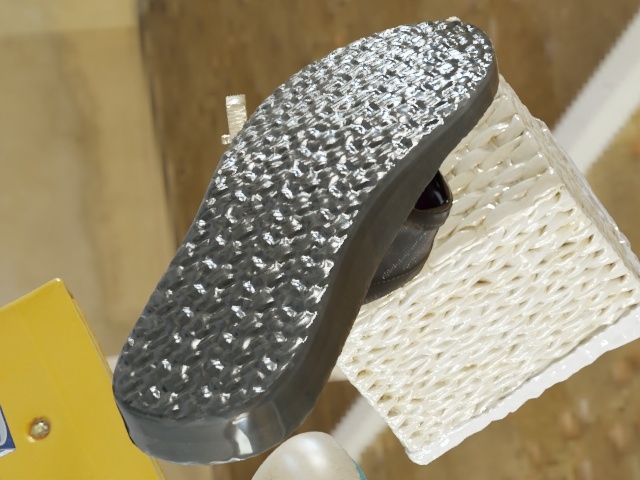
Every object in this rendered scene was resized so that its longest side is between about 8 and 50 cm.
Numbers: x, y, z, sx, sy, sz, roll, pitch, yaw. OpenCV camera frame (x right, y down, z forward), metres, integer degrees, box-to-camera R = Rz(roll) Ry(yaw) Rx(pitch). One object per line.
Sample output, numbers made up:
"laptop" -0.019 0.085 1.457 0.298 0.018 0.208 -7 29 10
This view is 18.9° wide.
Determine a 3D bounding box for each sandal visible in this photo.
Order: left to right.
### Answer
"sandal" -0.003 0.001 1.316 0.446 0.167 0.107 -57 141 -40

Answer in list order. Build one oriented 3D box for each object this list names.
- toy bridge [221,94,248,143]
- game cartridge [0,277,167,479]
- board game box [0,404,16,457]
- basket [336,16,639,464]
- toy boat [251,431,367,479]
"toy bridge" 0.019 -0.087 1.451 0.026 0.188 0.063 -96 179 -65
"game cartridge" -0.331 0.226 1.844 0.285 0.323 0.053 60 -2 29
"board game box" -0.337 0.093 1.630 0.136 0.035 0.201 10 56 -68
"basket" 0.134 -0.005 2.091 0.266 0.331 0.328 50 10 -46
"toy boat" -0.034 0.319 1.869 0.318 0.148 0.267 -6 -104 57
